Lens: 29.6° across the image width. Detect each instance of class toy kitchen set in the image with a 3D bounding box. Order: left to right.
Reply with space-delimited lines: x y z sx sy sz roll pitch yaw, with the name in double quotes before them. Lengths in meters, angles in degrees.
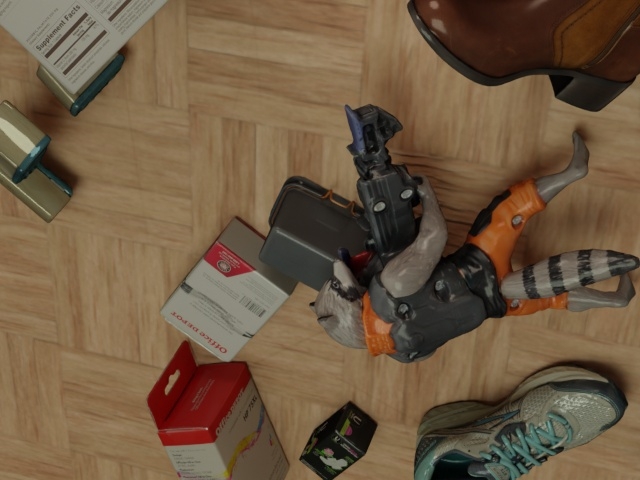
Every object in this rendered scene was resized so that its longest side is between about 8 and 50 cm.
"toy kitchen set" -0.299 -0.131 1.409 0.122 0.166 0.207 42 163 -10

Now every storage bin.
"storage bin" 0.000 0.000 1.370 0.135 0.091 0.098 27 127 0

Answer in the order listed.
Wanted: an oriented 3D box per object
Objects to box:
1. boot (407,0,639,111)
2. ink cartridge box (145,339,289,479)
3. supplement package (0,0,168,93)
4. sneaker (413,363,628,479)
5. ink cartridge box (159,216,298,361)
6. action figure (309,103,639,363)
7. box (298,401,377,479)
"boot" 0.246 -0.247 1.059 0.264 0.096 0.280 17 133 -25
"ink cartridge box" -0.129 0.253 1.560 0.078 0.134 0.231 -7 121 25
"supplement package" -0.175 -0.305 1.155 0.145 0.204 0.262 45 126 -15
"sneaker" 0.233 0.244 1.431 0.283 0.122 0.110 -26 111 32
"ink cartridge box" -0.109 0.062 1.468 0.109 0.063 0.150 37 127 -7
"action figure" 0.138 0.010 1.248 0.330 0.178 0.341 -23 128 5
"box" 0.023 0.259 1.554 0.052 0.062 0.083 41 127 -8
